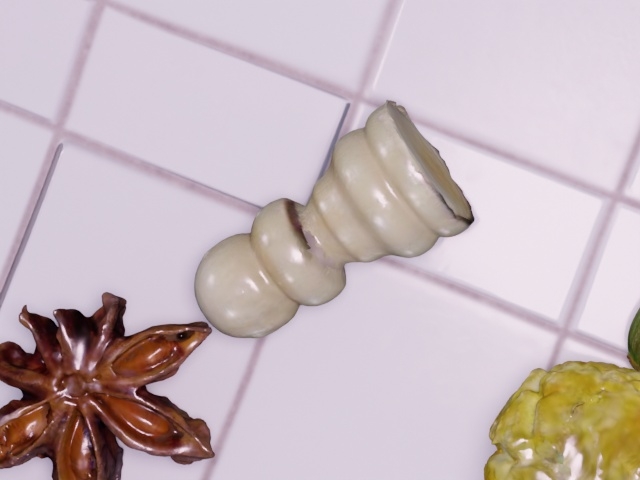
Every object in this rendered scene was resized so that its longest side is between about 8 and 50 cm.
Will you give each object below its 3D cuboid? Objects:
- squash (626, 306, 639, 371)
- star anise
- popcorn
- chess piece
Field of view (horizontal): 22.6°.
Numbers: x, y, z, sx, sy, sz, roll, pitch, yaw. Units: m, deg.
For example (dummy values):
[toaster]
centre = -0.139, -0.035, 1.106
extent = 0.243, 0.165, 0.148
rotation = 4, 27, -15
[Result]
[squash]
centre = 0.332, 0.022, 1.359
extent = 0.077, 0.068, 0.219
rotation = 26, 94, 12
[star anise]
centre = -0.194, 0.146, 1.431
extent = 0.220, 0.099, 0.214
rotation = 11, 106, 3
[popcorn]
centre = 0.212, 0.198, 1.339
extent = 0.198, 0.198, 0.212
rotation = 43, 121, 6
[chess piece]
centre = 0.000, 0.000, 1.385
extent = 0.243, 0.133, 0.133
rotation = -35, 86, 13
